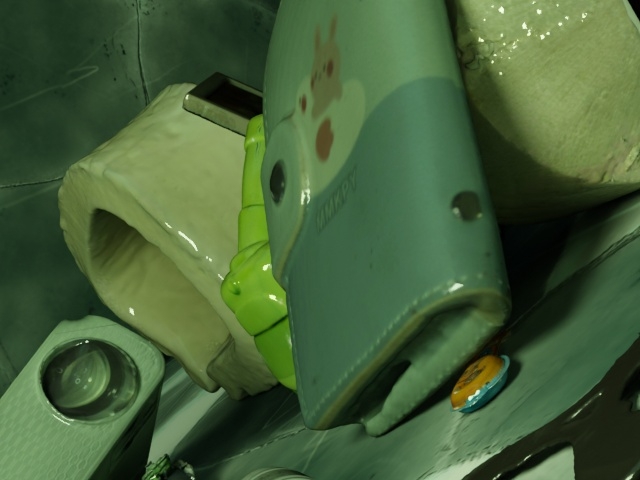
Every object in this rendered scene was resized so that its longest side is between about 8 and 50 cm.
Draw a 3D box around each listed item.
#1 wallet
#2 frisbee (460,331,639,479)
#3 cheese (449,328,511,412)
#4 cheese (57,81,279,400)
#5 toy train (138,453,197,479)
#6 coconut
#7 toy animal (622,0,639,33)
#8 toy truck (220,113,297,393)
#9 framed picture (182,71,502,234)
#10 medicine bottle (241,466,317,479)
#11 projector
[{"bbox_3d":[0.026,-0.062,1.174,0.252,0.083,0.360,128,141,-51],"label":"wallet"},{"bbox_3d":[0.124,0.091,0.857,0.187,0.012,0.211,-38,6,38],"label":"frisbee"},{"bbox_3d":[0.101,0.081,1.072,0.047,0.017,0.111,-36,6,16],"label":"cheese"},{"bbox_3d":[-0.115,0.015,1.730,0.153,0.292,0.332,-43,-6,-22],"label":"cheese"},{"bbox_3d":[-0.160,0.242,1.362,0.081,0.060,0.202,-47,0,35],"label":"toy train"},{"bbox_3d":[0.171,-0.137,1.216,0.239,0.239,0.244,-43,1,-25],"label":"coconut"},{"bbox_3d":[0.301,-0.202,0.937,0.310,0.251,0.251,-31,7,11],"label":"toy animal"},{"bbox_3d":[0.003,0.021,1.355,0.148,0.210,0.187,-32,29,58],"label":"toy truck"},{"bbox_3d":[0.023,-0.076,1.542,0.211,0.289,0.020,-70,4,-79],"label":"framed picture"},{"bbox_3d":[-0.021,0.164,1.015,0.058,0.058,0.091,-42,5,-10],"label":"medicine bottle"},{"bbox_3d":[-0.234,0.205,1.413,0.250,0.108,0.198,-55,-10,-33],"label":"projector"}]
